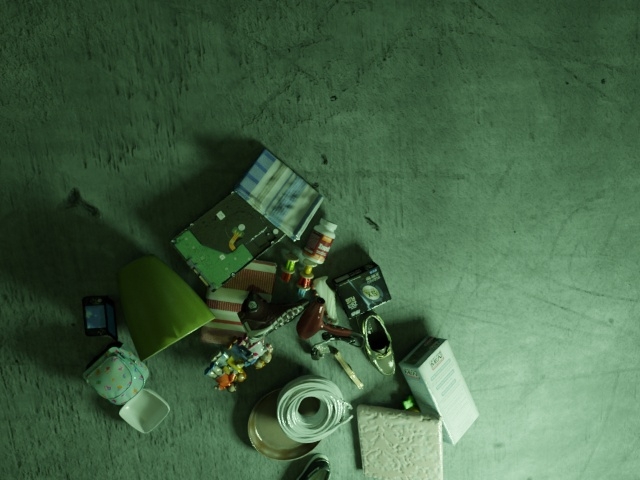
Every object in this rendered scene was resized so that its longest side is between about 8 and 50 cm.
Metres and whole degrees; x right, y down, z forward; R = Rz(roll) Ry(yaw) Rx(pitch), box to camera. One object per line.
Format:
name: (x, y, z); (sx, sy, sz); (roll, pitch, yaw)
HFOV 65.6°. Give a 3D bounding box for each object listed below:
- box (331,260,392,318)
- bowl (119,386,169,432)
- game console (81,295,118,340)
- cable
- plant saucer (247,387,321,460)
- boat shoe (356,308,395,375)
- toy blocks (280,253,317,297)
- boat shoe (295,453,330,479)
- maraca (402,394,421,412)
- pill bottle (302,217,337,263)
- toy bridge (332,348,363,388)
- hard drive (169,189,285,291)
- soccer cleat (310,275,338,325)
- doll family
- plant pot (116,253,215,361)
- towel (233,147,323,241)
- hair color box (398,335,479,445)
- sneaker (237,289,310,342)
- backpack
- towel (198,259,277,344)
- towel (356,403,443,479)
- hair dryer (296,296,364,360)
box: (0.154, 0.184, 1.860); (0.180, 0.077, 0.148); (-23, 105, -6)
bowl: (-0.634, 0.609, 1.804); (0.142, 0.053, 0.142); (-44, 105, 0)
game console: (-0.754, 0.269, 1.698); (0.124, 0.085, 0.144); (-2, 101, -11)
cable: (-0.038, 0.623, 1.855); (0.257, 0.089, 0.257); (-38, 105, -1)
plant saucer: (-0.127, 0.701, 1.922); (0.310, 0.050, 0.311); (-2, 101, -10)
boat shoe: (0.219, 0.399, 1.907); (0.109, 0.091, 0.305); (-23, 104, -6)
toy blocks: (-0.090, 0.133, 1.815); (0.123, 0.054, 0.148); (15, 112, -4)
boat shoe: (-0.058, 0.997, 1.970); (0.114, 0.091, 0.303); (24, 95, -14)
maraca: (0.371, 0.713, 1.996); (0.127, 0.099, 0.186); (5, 89, -24)
pill bottle: (0.000, 0.000, 1.789); (0.086, 0.086, 0.152); (23, 96, -14)
toy bridge: (0.113, 0.505, 1.922); (0.026, 0.063, 0.188); (-36, 105, -2)
hard drive: (-0.314, -0.015, 1.721); (0.339, 0.064, 0.237); (-40, 99, -5)
soccer cleat: (0.033, 0.226, 1.853); (0.076, 0.068, 0.196); (-27, 102, -8)
doll family: (-0.285, 0.430, 1.795); (0.263, 0.118, 0.163); (-41, 115, 5)
plant pot: (-0.543, 0.203, 1.657); (0.274, 0.275, 0.294); (-31, 88, -4)
towel: (-0.137, -0.160, 1.717); (0.285, 0.034, 0.209); (40, 65, -15)
hair color box: (0.469, 0.585, 1.948); (0.185, 0.113, 0.375); (-34, 107, -31)
sneaker: (-0.172, 0.227, 1.757); (0.281, 0.106, 0.163); (-26, 75, -41)
backpack: (-0.699, 0.469, 1.720); (0.166, 0.144, 0.188); (-43, 108, -6)
towel: (-0.298, 0.222, 1.804); (0.236, 0.037, 0.330); (9, 97, -10)
towel: (0.314, 0.802, 1.947); (0.331, 0.053, 0.317); (-1, 105, 22)
hair dryer: (0.023, 0.312, 1.822); (0.223, 0.080, 0.294); (-20, 128, 7)
